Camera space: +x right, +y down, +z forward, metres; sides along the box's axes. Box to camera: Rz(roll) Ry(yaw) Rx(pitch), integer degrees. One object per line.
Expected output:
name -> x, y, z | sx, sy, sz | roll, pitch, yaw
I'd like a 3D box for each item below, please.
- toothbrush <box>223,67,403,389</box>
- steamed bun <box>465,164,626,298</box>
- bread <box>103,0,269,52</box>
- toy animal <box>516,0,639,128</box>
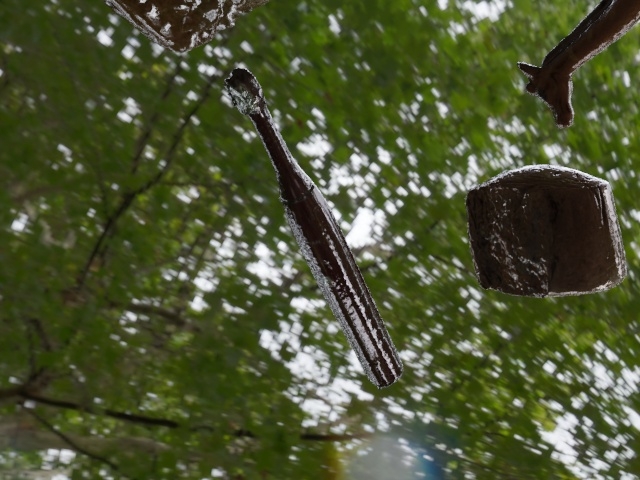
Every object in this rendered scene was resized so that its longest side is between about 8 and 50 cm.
toothbrush -> 0.001, -0.001, 1.083 | 0.041, 0.364, 0.041 | -14, -138, 13
steamed bun -> 0.240, -0.008, 1.427 | 0.175, 0.106, 0.145 | -2, -73, 39
bread -> -0.112, -0.284, 0.633 | 0.113, 0.165, 0.416 | -29, -131, 12
toy animal -> 0.219, -0.174, 0.783 | 0.229, 0.066, 0.224 | 11, -80, 49
